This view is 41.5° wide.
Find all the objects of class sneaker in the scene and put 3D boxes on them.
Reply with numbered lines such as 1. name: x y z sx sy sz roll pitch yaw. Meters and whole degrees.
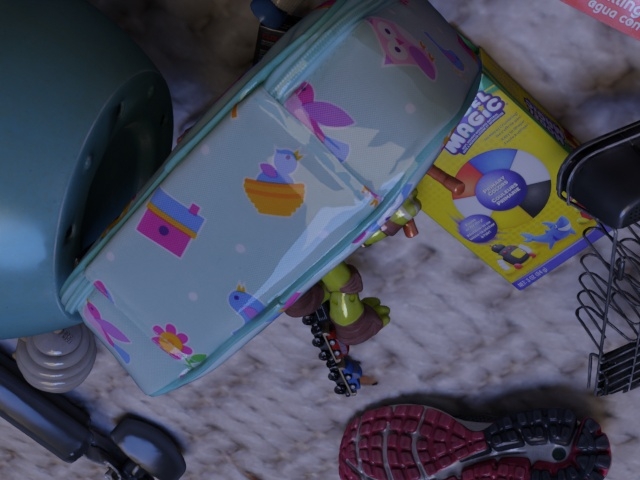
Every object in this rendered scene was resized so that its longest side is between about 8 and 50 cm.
1. sneaker: 0.165 0.250 0.934 0.299 0.121 0.112 -2 159 18

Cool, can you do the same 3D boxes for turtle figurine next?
1. turtle figurine: 0.000 0.000 0.733 0.269 0.087 0.217 9 140 26

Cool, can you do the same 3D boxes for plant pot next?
1. plant pot: -0.245 -0.062 0.590 0.235 0.293 0.293 18 129 7

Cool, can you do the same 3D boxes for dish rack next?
1. dish rack: 0.303 0.013 0.710 0.208 0.074 0.271 -21 134 -9

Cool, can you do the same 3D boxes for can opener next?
1. can opener: -0.286 0.212 0.995 0.280 0.074 0.093 40 88 -25

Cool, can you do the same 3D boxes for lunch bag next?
1. lunch bag: -0.029 -0.038 0.539 0.108 0.224 0.279 45 117 -7

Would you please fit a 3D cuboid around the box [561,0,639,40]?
1. box: 0.214 -0.218 0.526 0.300 0.154 0.142 23 128 -10

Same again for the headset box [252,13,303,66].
1. headset box: -0.023 -0.145 0.690 0.062 0.032 0.083 13 130 -4

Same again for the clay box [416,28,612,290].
1. clay box: 0.143 -0.063 0.721 0.222 0.053 0.127 36 124 -21

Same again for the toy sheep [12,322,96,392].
1. toy sheep: -0.281 0.115 0.896 0.091 0.091 0.132 14 147 -4

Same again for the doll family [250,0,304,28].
1. doll family: -0.033 -0.283 0.549 0.263 0.118 0.163 47 128 -5

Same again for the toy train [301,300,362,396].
1. toy train: 0.012 0.107 0.891 0.036 0.027 0.158 -18 124 7
